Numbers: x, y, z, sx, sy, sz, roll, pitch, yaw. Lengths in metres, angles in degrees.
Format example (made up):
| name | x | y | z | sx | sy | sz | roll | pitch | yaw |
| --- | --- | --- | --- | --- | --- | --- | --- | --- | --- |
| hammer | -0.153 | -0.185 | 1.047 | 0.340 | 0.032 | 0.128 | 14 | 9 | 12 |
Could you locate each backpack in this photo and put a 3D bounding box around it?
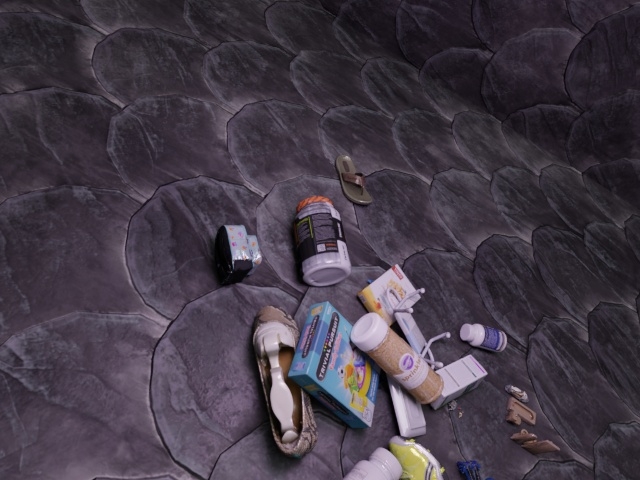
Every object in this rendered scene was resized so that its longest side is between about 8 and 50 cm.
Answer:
| name | x | y | z | sx | sy | sz | roll | pitch | yaw |
| --- | --- | --- | --- | --- | --- | --- | --- | --- | --- |
| backpack | -0.294 | 0.038 | 1.442 | 0.144 | 0.166 | 0.188 | -11 | 67 | -32 |

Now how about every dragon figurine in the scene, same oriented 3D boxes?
| name | x | y | z | sx | sy | sz | roll | pitch | yaw |
| --- | --- | --- | --- | --- | --- | --- | --- | --- | --- |
| dragon figurine | 0.516 | 0.802 | 1.287 | 0.085 | 0.289 | 0.144 | -8 | 90 | -7 |

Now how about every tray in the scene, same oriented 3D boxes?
| name | x | y | z | sx | sy | sz | roll | pitch | yaw |
| --- | --- | --- | --- | --- | --- | --- | --- | --- | --- |
| tray | 0.299 | 0.533 | 1.433 | 0.145 | 0.030 | 0.270 | 13 | 55 | -42 |

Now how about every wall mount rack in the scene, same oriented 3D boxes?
| name | x | y | z | sx | sy | sz | roll | pitch | yaw |
| --- | --- | --- | --- | --- | --- | --- | --- | --- | --- |
| wall mount rack | 0.359 | 0.317 | 1.497 | 0.350 | 0.130 | 0.304 | 61 | 27 | 3 |

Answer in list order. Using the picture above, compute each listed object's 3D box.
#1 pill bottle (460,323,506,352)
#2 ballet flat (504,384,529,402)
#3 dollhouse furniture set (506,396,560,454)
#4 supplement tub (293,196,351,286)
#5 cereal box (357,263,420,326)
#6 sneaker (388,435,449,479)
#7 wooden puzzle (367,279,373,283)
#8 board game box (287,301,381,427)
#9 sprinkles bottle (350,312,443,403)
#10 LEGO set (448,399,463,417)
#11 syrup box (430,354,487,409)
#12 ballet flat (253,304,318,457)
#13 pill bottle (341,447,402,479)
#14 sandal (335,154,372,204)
| name | x | y | z | sx | sy | sz | roll | pitch | yaw |
| --- | --- | --- | --- | --- | --- | --- | --- | --- | --- |
| pill bottle | 0.666 | 0.396 | 1.696 | 0.169 | 0.094 | 0.094 | 18 | 53 | -14 |
| ballet flat | 0.793 | 0.611 | 1.647 | 0.114 | 0.041 | 0.041 | 30 | 51 | -4 |
| dollhouse furniture set | 0.792 | 0.682 | 1.544 | 0.144 | 0.123 | 0.151 | 35 | 51 | 0 |
| supplement tub | 0.000 | 0.000 | 1.589 | 0.194 | 0.193 | 0.315 | 4 | 58 | -23 |
| cereal box | 0.276 | 0.221 | 1.646 | 0.240 | 0.047 | 0.173 | -32 | 85 | -37 |
| sneaker | 0.318 | 0.784 | 1.244 | 0.147 | 0.145 | 0.384 | -19 | 67 | -33 |
| wooden puzzle | 0.230 | 0.212 | 1.667 | 0.079 | 0.014 | 0.116 | -3 | 65 | -32 |
| board game box | 0.064 | 0.398 | 1.316 | 0.336 | 0.079 | 0.253 | 48 | 40 | -28 |
| sprinkles bottle | 0.255 | 0.390 | 1.359 | 0.355 | 0.121 | 0.121 | 45 | 49 | -17 |
| LEGO set | 0.496 | 0.609 | 1.519 | 0.083 | 0.023 | 0.054 | 36 | 51 | 1 |
| syrup box | 0.490 | 0.518 | 1.520 | 0.237 | 0.093 | 0.096 | -11 | 45 | -30 |
| ballet flat | -0.119 | 0.401 | 1.259 | 0.164 | 0.182 | 0.482 | -18 | 64 | 3 |
| pill bottle | 0.131 | 0.725 | 1.202 | 0.229 | 0.131 | 0.131 | -30 | 74 | -37 |
| sandal | 0.150 | -0.291 | 1.922 | 0.120 | 0.086 | 0.302 | -9 | 63 | -29 |
